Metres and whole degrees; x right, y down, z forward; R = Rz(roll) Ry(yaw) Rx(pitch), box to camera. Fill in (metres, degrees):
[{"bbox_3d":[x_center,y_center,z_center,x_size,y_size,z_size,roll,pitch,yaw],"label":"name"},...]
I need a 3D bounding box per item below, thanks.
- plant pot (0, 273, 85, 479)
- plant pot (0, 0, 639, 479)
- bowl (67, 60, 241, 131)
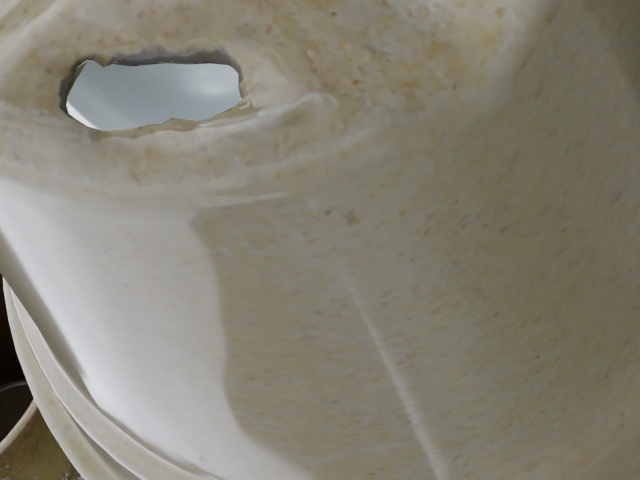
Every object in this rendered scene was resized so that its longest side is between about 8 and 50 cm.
[{"bbox_3d":[-0.245,0.106,1.156,0.254,0.237,0.237,65,-157,-63],"label":"plant pot"},{"bbox_3d":[-0.001,-0.064,0.561,0.305,0.334,0.334,59,-153,-68],"label":"plant pot"},{"bbox_3d":[-0.125,-0.222,1.571,0.134,0.298,0.298,-58,-47,-42],"label":"bowl"}]
